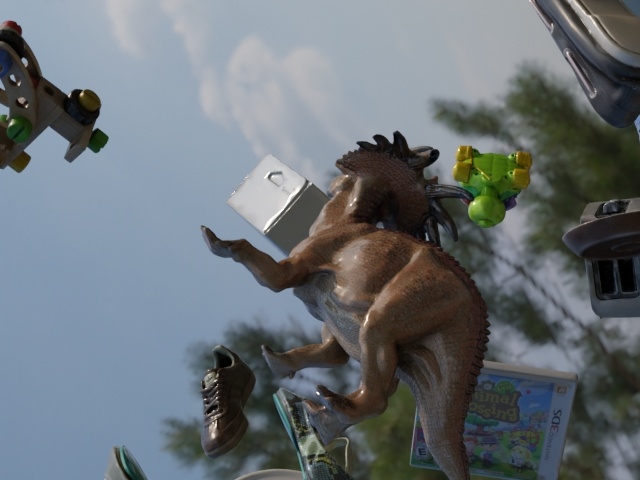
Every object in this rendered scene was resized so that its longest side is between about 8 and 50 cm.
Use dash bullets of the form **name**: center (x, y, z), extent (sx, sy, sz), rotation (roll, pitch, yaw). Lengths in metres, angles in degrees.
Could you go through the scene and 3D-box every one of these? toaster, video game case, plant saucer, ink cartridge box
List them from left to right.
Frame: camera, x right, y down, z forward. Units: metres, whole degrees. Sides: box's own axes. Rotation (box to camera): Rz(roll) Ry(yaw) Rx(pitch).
- **ink cartridge box**: center (0.000, 0.000, 1.794), extent (0.212, 0.093, 0.154), rotation (44, 177, -29)
- **video game case**: center (0.239, 0.252, 1.975), extent (0.023, 0.212, 0.193), rotation (-74, -10, -57)
- **plant saucer**: center (0.409, -0.003, 1.886), extent (0.168, 0.168, 0.029), rotation (24, -124, -64)
- **toaster**: center (0.467, 0.028, 2.038), extent (0.110, 0.168, 0.186), rotation (-26, -71, -67)

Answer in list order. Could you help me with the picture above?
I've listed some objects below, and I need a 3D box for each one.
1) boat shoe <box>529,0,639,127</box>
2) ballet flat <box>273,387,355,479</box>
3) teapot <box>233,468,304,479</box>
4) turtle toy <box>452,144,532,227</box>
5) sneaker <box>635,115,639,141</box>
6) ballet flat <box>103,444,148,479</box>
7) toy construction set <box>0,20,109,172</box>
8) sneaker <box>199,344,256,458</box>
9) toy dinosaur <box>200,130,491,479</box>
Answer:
- **boat shoe**: center (0.290, -0.251, 1.597), extent (0.112, 0.095, 0.335), rotation (4, -143, -18)
- **ballet flat**: center (-0.001, 0.224, 1.557), extent (0.070, 0.070, 0.188), rotation (48, -169, -38)
- **teapot**: center (-0.058, 0.479, 2.104), extent (0.256, 0.252, 0.187), rotation (-35, -44, -52)
- **turtle toy**: center (0.205, -0.064, 1.712), extent (0.130, 0.095, 0.066), rotation (-70, -14, -59)
- **sneaker**: center (0.439, -0.143, 1.844), extent (0.059, 0.053, 0.144), rotation (50, -154, -53)
- **ballet flat**: center (-0.213, 0.297, 1.571), extent (0.072, 0.068, 0.213), rotation (58, 171, -31)
- **toy construction set**: center (-0.468, -0.195, 2.225), extent (0.237, 0.257, 0.309), rotation (30, -170, -23)
- **sneaker**: center (-0.134, 0.207, 1.827), extent (0.071, 0.066, 0.188), rotation (52, -161, -19)
- **toy dinosaur**: center (0.054, 0.032, 1.006), extent (0.296, 0.200, 0.127), rotation (51, 166, 32)
